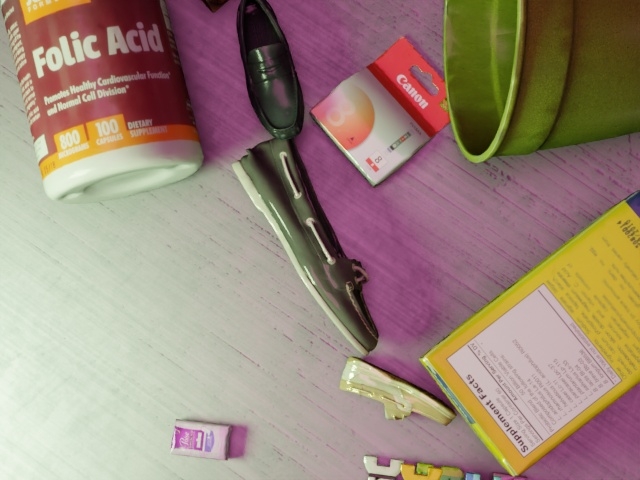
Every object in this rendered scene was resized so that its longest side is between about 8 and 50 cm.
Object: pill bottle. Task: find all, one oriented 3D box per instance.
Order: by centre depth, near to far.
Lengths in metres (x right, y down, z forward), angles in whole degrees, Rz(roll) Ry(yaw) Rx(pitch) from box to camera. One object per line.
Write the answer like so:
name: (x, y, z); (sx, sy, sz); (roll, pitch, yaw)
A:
pill bottle: (-0.311, -0.265, 1.731); (0.224, 0.224, 0.392); (-15, 85, 2)

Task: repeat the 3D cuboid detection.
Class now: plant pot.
plant pot: (0.376, -0.284, 1.656); (0.353, 0.366, 0.366); (0, 85, -9)

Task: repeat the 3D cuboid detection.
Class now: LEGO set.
LEGO set: (0.166, 0.357, 1.719); (0.227, 0.087, 0.093); (7, 85, 5)

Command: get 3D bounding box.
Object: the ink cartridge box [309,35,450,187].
ink cartridge box: (0.097, -0.185, 1.792); (0.179, 0.045, 0.145); (-42, 85, 2)

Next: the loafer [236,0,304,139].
loafer: (-0.076, -0.247, 1.768); (0.076, 0.078, 0.223); (-16, 70, 3)

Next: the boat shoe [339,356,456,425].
boat shoe: (0.105, 0.221, 1.750); (0.170, 0.063, 0.059); (26, 90, 15)

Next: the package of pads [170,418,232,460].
package of pads: (-0.167, 0.281, 1.772); (0.083, 0.032, 0.050); (6, 83, 4)

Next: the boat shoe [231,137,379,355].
boat shoe: (0.000, 0.000, 1.747); (0.096, 0.112, 0.335); (-35, 80, 5)

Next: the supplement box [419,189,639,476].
supplement box: (0.329, 0.124, 1.675); (0.357, 0.195, 0.194); (-37, 84, -1)

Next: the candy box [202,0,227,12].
candy box: (-0.105, -0.414, 1.790); (0.187, 0.109, 0.053); (-41, 84, 0)
